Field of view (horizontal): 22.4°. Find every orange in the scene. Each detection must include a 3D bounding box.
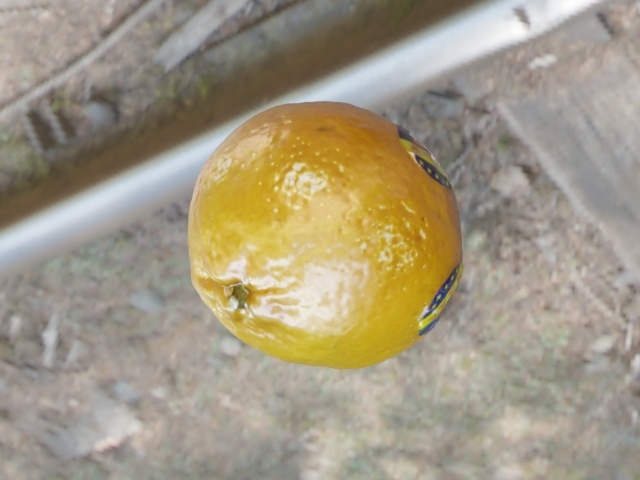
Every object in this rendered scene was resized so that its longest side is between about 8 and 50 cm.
[{"bbox_3d":[0.002,-0.001,0.999,0.177,0.155,0.177,31,162,12],"label":"orange"}]
